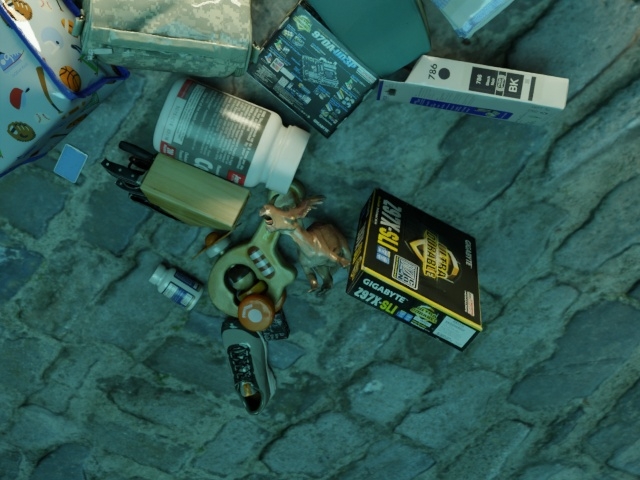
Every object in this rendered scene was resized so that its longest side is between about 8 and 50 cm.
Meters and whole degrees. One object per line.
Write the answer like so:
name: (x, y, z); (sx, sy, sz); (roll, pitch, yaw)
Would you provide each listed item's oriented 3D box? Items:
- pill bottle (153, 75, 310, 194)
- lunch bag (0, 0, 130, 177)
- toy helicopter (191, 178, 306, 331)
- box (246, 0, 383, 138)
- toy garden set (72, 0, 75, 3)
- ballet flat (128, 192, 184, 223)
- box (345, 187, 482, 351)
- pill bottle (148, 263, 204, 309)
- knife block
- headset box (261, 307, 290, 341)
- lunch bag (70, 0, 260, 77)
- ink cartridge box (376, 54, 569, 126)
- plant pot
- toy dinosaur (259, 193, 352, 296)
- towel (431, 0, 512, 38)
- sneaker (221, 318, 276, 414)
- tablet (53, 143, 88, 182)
pill bottle: (-0.175, -0.204, 1.527); (0.283, 0.161, 0.161); (22, 121, -4)
lunch bag: (-0.630, -0.363, 1.459); (0.327, 0.239, 0.386); (-31, 100, 29)
toy helicopter: (-0.148, 0.010, 1.692); (0.234, 0.140, 0.355); (28, 110, 2)
box: (-0.011, -0.333, 1.492); (0.220, 0.051, 0.175); (38, 118, -13)
toy garden set: (-0.423, -0.498, 1.456); (0.203, 0.049, 0.244); (-38, 109, 25)
ballet flat: (-0.347, -0.071, 1.695); (0.173, 0.049, 0.058); (22, 122, -5)
box: (0.193, 0.048, 1.529); (0.257, 0.322, 0.079); (26, 122, -6)
pill bottle: (-0.340, 0.107, 1.788); (0.120, 0.067, 0.067); (34, 119, -12)
knife block: (-0.309, -0.119, 1.564); (0.242, 0.088, 0.275); (34, 164, -35)
headset box: (-0.115, 0.199, 1.830); (0.062, 0.032, 0.083); (-10, 117, 13)
lunch bag: (-0.268, -0.399, 1.325); (0.304, 0.256, 0.213); (4, 130, -17)
ink cartridge box: (0.273, -0.281, 1.414); (0.332, 0.165, 0.065); (9, 89, 1)
plant pot: (0.096, -0.426, 1.361); (0.165, 0.166, 0.234); (-28, 116, 22)
toy dinosaur: (0.000, 0.000, 1.622); (0.127, 0.295, 0.200); (-27, 73, 12)
towel: (0.238, -0.481, 1.236); (0.209, 0.034, 0.285); (-36, 129, 23)
sneaker: (-0.177, 0.309, 1.861); (0.100, 0.108, 0.272); (-9, 117, 15)
tablet: (-0.556, -0.172, 1.693); (0.054, 0.006, 0.083); (31, 121, -10)
